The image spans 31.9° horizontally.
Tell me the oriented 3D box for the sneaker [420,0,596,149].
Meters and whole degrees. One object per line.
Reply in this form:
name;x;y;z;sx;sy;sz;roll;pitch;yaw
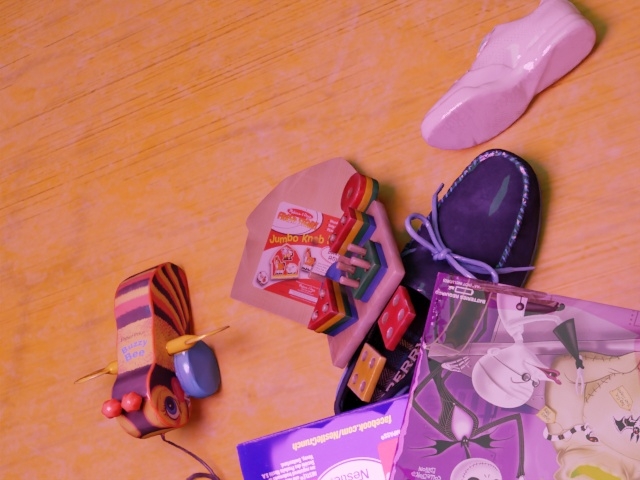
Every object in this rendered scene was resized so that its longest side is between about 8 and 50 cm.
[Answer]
sneaker;0.190;-0.184;1.216;0.212;0.080;0.094;-36;53;7

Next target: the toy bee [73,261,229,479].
toy bee;-0.181;0.154;1.266;0.195;0.162;0.298;-41;63;11

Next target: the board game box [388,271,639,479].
board game box;0.228;0.154;0.778;0.347;0.056;0.208;10;80;16

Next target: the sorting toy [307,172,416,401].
sorting toy;0.027;0.044;1.151;0.132;0.046;0.274;-59;23;27

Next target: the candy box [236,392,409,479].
candy box;0.122;0.210;1.007;0.268;0.317;0.122;-20;72;22

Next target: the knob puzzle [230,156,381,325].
knob puzzle;0.000;0.000;1.284;0.213;0.030;0.213;-7;75;26

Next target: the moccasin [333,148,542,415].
moccasin;0.127;0.062;1.154;0.138;0.117;0.342;23;89;29
